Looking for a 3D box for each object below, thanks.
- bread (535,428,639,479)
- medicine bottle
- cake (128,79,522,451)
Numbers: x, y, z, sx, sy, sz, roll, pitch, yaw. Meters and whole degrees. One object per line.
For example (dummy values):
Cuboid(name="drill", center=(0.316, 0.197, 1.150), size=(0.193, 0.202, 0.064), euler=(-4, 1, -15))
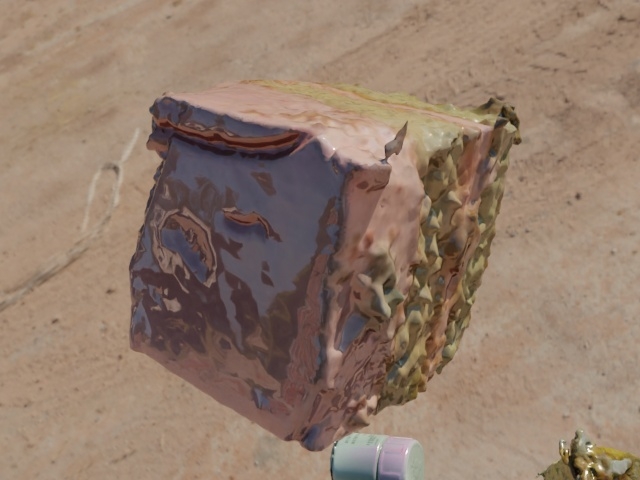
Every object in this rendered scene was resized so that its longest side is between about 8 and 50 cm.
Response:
Cuboid(name="bread", center=(0.360, 0.327, 0.969), size=(0.152, 0.147, 0.127), euler=(9, 55, -7))
Cuboid(name="medicine bottle", center=(0.121, 0.474, 1.616), size=(0.169, 0.135, 0.135), euler=(-3, 46, 28))
Cuboid(name="cake", center=(0.000, 0.000, 0.772), size=(0.293, 0.314, 0.307), euler=(18, 23, 32))
